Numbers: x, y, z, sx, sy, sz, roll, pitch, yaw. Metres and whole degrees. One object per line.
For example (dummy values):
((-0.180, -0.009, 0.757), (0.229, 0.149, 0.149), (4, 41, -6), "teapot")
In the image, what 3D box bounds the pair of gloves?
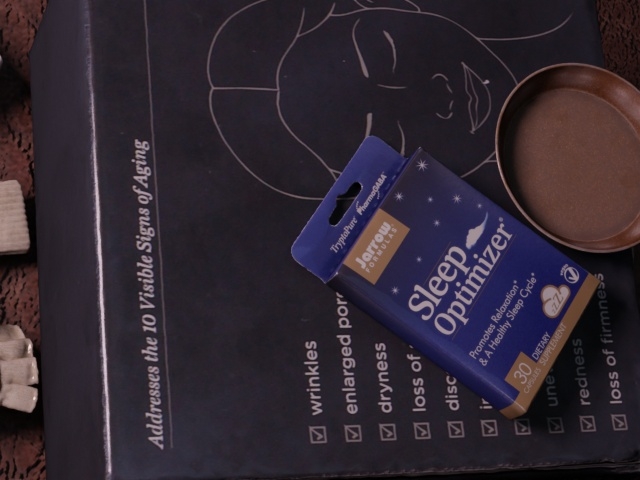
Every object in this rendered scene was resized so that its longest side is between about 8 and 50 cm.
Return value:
((-0.353, 0.043, 1.417), (0.204, 0.042, 0.240), (6, 68, -31), "pair of gloves")

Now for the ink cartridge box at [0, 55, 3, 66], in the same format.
((-0.464, -0.241, 1.457), (0.165, 0.065, 0.333), (-40, 93, -23), "ink cartridge box")

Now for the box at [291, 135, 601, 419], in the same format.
((0.101, 0.023, 1.259), (0.225, 0.036, 0.136), (35, 66, -4), "box")

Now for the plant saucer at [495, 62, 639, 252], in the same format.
((0.220, -0.067, 1.329), (0.168, 0.029, 0.168), (5, 73, -17), "plant saucer")

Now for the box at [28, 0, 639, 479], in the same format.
((0.000, 0.000, 1.408), (0.471, 0.297, 0.480), (1, 74, -20), "box")
